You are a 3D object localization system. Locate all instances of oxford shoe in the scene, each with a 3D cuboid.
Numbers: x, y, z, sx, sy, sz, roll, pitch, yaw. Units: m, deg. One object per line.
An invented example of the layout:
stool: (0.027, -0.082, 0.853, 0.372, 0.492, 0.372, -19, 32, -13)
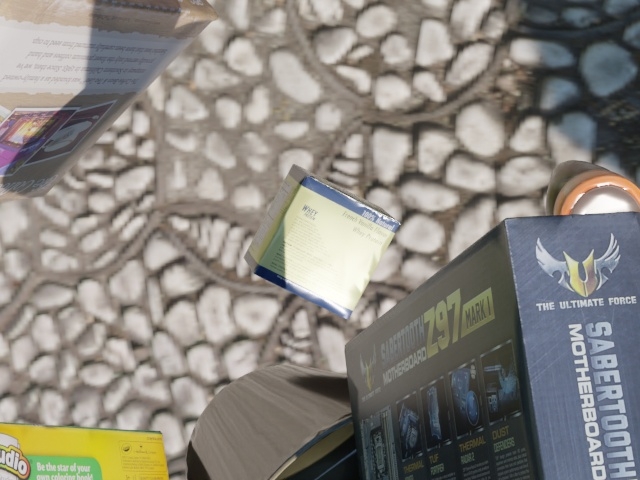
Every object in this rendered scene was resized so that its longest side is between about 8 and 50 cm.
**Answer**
oxford shoe: (0.325, 0.080, 1.588, 0.130, 0.133, 0.364, -16, 110, -3)

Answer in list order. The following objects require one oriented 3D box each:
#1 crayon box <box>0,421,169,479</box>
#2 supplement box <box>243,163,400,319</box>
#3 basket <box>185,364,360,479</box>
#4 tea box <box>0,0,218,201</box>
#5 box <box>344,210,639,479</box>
crayon box: (-0.199, 0.207, 0.963, 0.081, 0.278, 0.165, -15, 74, 25)
supplement box: (0.000, 0.000, 1.106, 0.083, 0.056, 0.083, 26, 96, -16)
basket: (0.004, 0.153, 0.843, 0.204, 0.227, 0.154, -37, 103, -10)
tea box: (-0.295, -0.203, 1.016, 0.220, 0.329, 0.323, -43, 84, 16)
box: (0.073, 0.106, 0.601, 0.233, 0.059, 0.183, 131, 133, -69)
